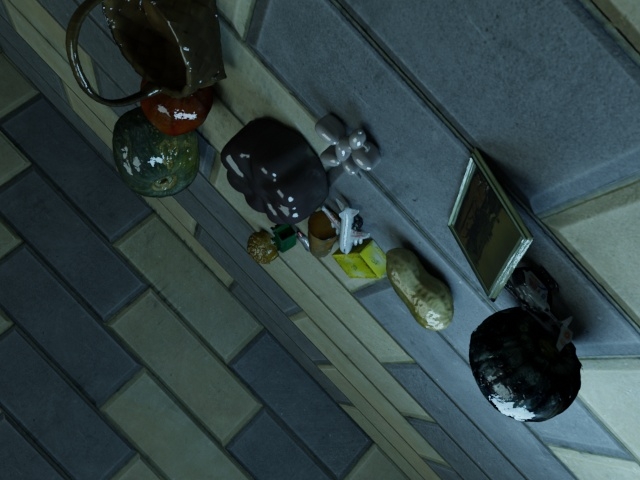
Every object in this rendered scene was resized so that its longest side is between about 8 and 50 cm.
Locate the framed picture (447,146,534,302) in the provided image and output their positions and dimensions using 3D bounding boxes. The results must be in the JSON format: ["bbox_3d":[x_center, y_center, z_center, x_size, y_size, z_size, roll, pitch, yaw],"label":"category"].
[{"bbox_3d":[0.294,-0.019,1.005,0.252,0.014,0.197,87,162,-60],"label":"framed picture"}]

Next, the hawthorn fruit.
[{"bbox_3d":[-0.407,-0.390,1.548,0.205,0.205,0.253,50,157,-11],"label":"hawthorn fruit"}]

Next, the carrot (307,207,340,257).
[{"bbox_3d":[0.000,0.000,1.635,0.102,0.102,0.263,42,161,11],"label":"carrot"}]

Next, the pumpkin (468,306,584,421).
[{"bbox_3d":[0.407,0.244,1.108,0.233,0.233,0.163,44,132,6],"label":"pumpkin"}]

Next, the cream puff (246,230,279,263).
[{"bbox_3d":[-0.226,0.031,2.117,0.126,0.103,0.143,39,153,22],"label":"cream puff"}]

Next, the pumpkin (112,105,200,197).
[{"bbox_3d":[-0.546,-0.303,1.866,0.257,0.292,0.327,62,154,16],"label":"pumpkin"}]

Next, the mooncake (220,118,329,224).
[{"bbox_3d":[-0.126,-0.177,1.468,0.306,0.154,0.306,37,155,20],"label":"mooncake"}]

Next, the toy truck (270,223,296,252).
[{"bbox_3d":[-0.126,-0.012,1.887,0.079,0.065,0.147,55,164,16],"label":"toy truck"}]

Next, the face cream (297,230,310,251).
[{"bbox_3d":[-0.053,0.002,1.842,0.040,0.021,0.083,16,145,53],"label":"face cream"}]

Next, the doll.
[{"bbox_3d":[0.060,-0.198,1.191,0.160,0.059,0.161,36,157,26],"label":"doll"}]

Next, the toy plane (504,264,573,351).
[{"bbox_3d":[0.417,0.116,1.053,0.197,0.078,0.053,50,159,-5],"label":"toy plane"}]

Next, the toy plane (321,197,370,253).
[{"bbox_3d":[0.072,-0.031,1.465,0.162,0.066,0.171,32,150,32],"label":"toy plane"}]

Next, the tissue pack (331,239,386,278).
[{"bbox_3d":[0.113,0.055,1.559,0.095,0.062,0.176,51,160,-14],"label":"tissue pack"}]

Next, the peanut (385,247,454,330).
[{"bbox_3d":[0.244,0.115,1.361,0.236,0.110,0.120,55,180,-4],"label":"peanut"}]

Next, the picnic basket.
[{"bbox_3d":[-0.426,-0.453,1.266,0.337,0.337,0.292,36,149,26],"label":"picnic basket"}]
